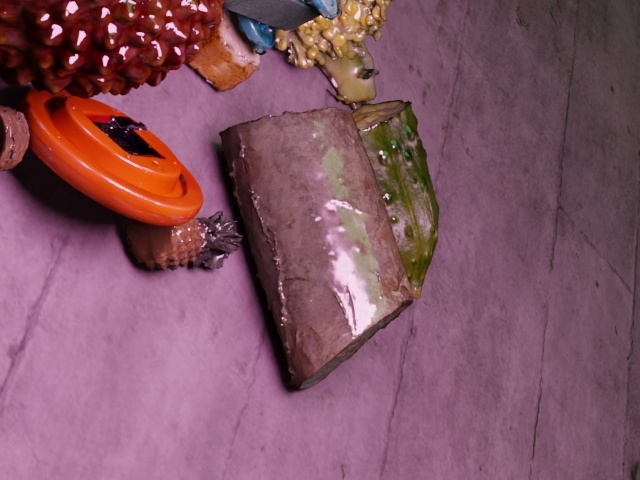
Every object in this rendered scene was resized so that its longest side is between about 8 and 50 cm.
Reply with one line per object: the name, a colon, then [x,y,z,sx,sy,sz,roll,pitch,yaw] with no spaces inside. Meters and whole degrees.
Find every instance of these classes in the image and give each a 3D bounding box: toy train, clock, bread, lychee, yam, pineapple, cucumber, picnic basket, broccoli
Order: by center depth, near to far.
picnic basket: [-0.316,-0.095,1.548,0.083,0.072,0.072,1,69,-57]
lychee: [-0.238,-0.287,1.572,0.330,0.306,0.306,34,38,-5]
clock: [-0.204,-0.086,1.645,0.205,0.051,0.205,32,17,-11]
pineapple: [-0.136,-0.003,1.756,0.159,0.074,0.074,2,67,-63]
toy train: [-0.086,-0.319,1.821,0.298,0.120,0.194,7,61,-69]
yam: [0.000,0.000,1.866,0.168,0.168,0.304,2,66,-55]
bread: [-0.113,-0.225,1.931,0.083,0.070,0.077,41,40,-36]
cucumber: [0.084,-0.044,2.055,0.134,0.134,0.244,-37,112,-58]
broccoli: [0.047,-0.311,2.120,0.273,0.180,0.242,57,32,-14]
